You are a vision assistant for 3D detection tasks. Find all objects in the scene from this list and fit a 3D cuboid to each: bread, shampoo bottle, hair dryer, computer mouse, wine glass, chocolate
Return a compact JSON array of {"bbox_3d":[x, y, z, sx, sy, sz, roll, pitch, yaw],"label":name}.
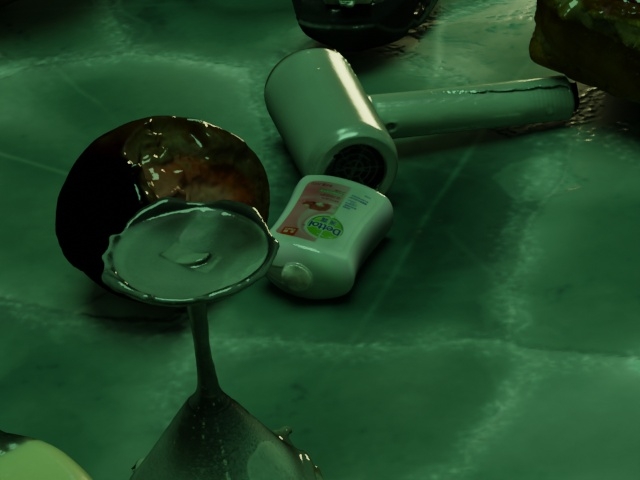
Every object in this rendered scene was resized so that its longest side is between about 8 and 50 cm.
[{"bbox_3d":[0.334,-0.130,1.243,0.380,0.109,0.185,26,31,33],"label":"bread"},{"bbox_3d":[0.000,0.000,1.173,0.072,0.043,0.099,16,38,15],"label":"shampoo bottle"},{"bbox_3d":[0.088,-0.086,1.292,0.236,0.073,0.131,-5,34,-16],"label":"hair dryer"},{"bbox_3d":[0.041,-0.202,1.461,0.105,0.062,0.192,6,30,20],"label":"computer mouse"},{"bbox_3d":[-0.064,0.076,0.942,0.122,0.183,0.122,-5,34,3],"label":"wine glass"},{"bbox_3d":[-0.097,-0.020,1.157,0.133,0.124,0.127,10,16,-41],"label":"chocolate"}]

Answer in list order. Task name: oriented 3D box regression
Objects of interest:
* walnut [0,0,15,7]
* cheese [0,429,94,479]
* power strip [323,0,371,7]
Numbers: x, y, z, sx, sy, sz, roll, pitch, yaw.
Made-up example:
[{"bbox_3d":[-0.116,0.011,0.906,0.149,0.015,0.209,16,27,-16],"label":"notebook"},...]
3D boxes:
[{"bbox_3d":[-0.329,-0.333,1.532,0.277,0.282,0.253,-23,77,-18],"label":"walnut"},{"bbox_3d":[-0.131,0.185,0.904,0.127,0.054,0.251,-29,41,-32],"label":"cheese"},{"bbox_3d":[0.025,-0.213,1.403,0.040,0.016,0.090,-1,33,9],"label":"power strip"}]
